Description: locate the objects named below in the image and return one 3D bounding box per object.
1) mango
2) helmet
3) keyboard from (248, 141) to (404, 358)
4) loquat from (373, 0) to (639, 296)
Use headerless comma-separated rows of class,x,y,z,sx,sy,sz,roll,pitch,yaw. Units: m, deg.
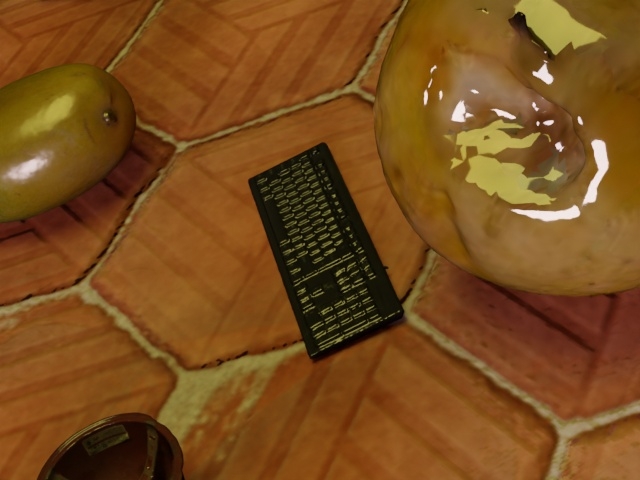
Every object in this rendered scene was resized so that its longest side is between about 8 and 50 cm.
mango,-0.232,-0.071,1.068,0.194,0.092,0.130,-8,42,27
helmet,-0.108,0.153,0.769,0.089,0.057,0.111,-23,33,-3
keyboard,0.000,0.000,0.924,0.067,0.011,0.202,-25,38,2
loquat,0.148,-0.080,0.781,0.244,0.244,0.244,-15,39,13
